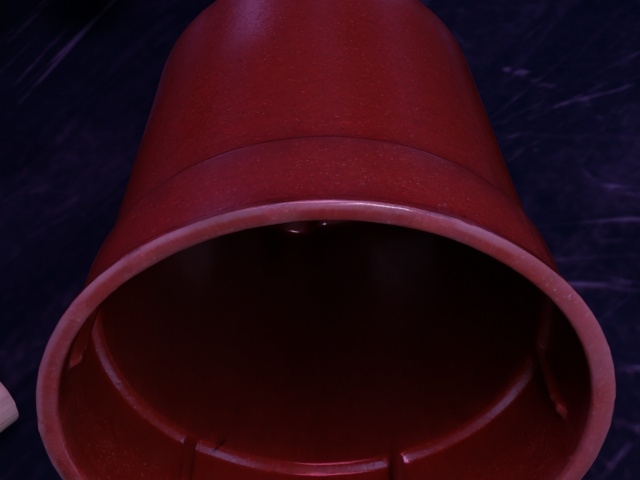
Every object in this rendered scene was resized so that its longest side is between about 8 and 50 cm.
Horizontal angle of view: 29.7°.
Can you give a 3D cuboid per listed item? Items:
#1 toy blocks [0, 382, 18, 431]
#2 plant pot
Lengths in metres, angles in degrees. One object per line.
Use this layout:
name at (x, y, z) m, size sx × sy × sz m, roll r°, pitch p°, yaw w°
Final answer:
toy blocks at (-0.363, 0.026, 0.631) m, size 0.309 × 0.289 × 0.260 m, roll 34°, pitch 53°, yaw 24°
plant pot at (0.000, 0.000, 0.668) m, size 0.272 × 0.272 × 0.265 m, roll -3°, pitch 42°, yaw 1°
